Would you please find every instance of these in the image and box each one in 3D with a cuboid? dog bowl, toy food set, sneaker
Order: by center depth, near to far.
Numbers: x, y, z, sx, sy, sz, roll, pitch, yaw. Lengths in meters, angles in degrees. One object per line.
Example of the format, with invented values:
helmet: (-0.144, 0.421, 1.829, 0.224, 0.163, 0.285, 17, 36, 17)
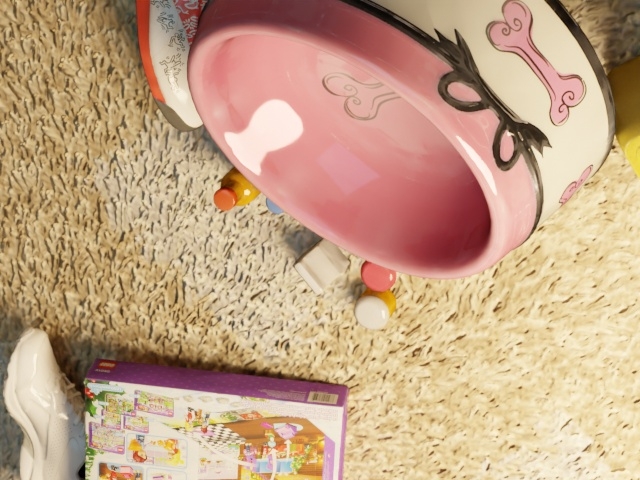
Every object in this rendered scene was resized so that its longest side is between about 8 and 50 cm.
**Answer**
dog bowl: (0.054, -0.126, 1.515, 0.408, 0.150, 0.408, 28, 155, 14)
sneaker: (-0.108, -0.243, 1.683, 0.145, 0.090, 0.270, -2, 107, 23)
toy food set: (0.000, 0.000, 1.731, 0.111, 0.104, 0.232, -36, 95, 28)
sneaker: (-0.299, 0.202, 1.944, 0.115, 0.090, 0.232, 1, 120, 13)

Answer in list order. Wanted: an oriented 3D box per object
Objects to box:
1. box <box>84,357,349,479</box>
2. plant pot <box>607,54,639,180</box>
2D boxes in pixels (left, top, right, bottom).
box: (-0.120, 0.247, 1.873, 0.293, 0.057, 0.201, 6, 113, 6)
plant pot: (0.385, -0.086, 1.508, 0.212, 0.187, 0.212, -28, 99, 27)
